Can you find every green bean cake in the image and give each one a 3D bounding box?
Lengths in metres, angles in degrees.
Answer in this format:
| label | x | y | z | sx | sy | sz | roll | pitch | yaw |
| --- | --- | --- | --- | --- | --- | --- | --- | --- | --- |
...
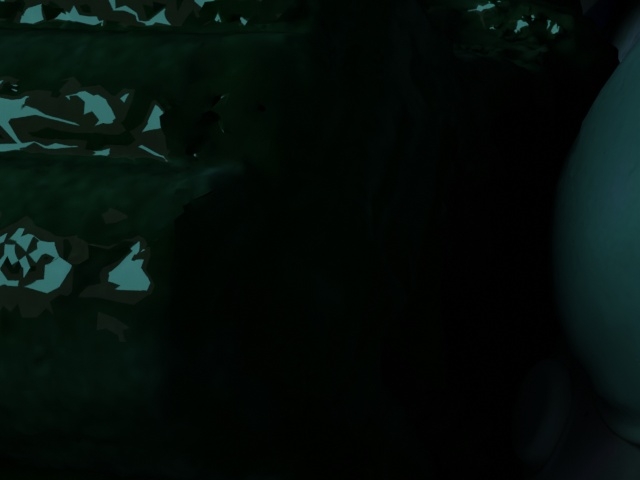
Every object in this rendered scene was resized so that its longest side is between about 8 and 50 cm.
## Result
| label | x | y | z | sx | sy | sz | roll | pitch | yaw |
| --- | --- | --- | --- | --- | --- | --- | --- | --- | --- |
| green bean cake | 0.000 | 0.000 | 0.674 | 0.308 | 0.169 | 0.300 | 61 | -141 | -46 |

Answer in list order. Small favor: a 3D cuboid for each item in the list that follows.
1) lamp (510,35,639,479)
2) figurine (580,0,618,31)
| label | x | y | z | sx | sy | sz | roll | pitch | yaw |
| --- | --- | --- | --- | --- | --- | --- | --- | --- | --- |
| lamp | 0.122 | -0.003 | 0.561 | 0.179 | 0.108 | 0.246 | -73 | 9 | -55 |
| figurine | 0.129 | -0.152 | 0.949 | 0.195 | 0.111 | 0.102 | 141 | 133 | -65 |
